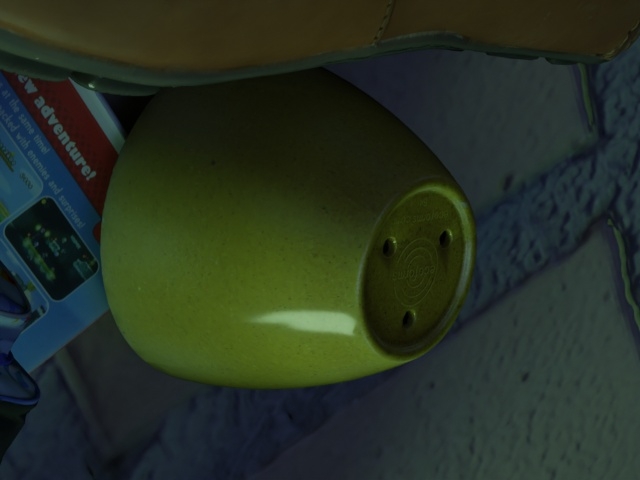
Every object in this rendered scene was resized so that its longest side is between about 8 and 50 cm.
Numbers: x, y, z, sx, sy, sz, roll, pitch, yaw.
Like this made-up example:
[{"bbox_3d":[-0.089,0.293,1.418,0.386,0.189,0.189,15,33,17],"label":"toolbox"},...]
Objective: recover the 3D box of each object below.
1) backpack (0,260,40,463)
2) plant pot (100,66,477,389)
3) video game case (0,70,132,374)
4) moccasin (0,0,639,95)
[{"bbox_3d":[-0.146,0.026,0.471,0.105,0.114,0.084,18,99,-40],"label":"backpack"},{"bbox_3d":[0.000,0.000,0.579,0.134,0.095,0.134,-19,116,-44],"label":"plant pot"},{"bbox_3d":[-0.200,0.014,0.519,0.285,0.025,0.204,-39,126,-13],"label":"video game case"},{"bbox_3d":[-0.002,-0.127,0.483,0.380,0.139,0.147,-2,130,-38],"label":"moccasin"}]
